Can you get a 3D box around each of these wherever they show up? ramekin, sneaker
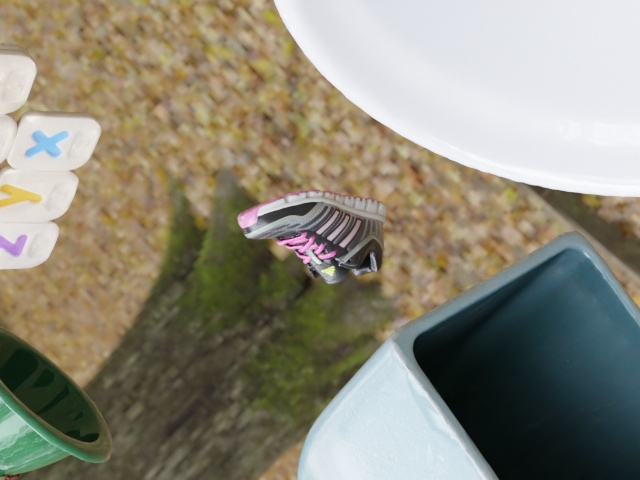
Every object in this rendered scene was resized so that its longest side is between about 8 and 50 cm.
[{"bbox_3d":[0.124,-0.148,0.635,0.277,0.135,0.277,12,152,7],"label":"ramekin"},{"bbox_3d":[0.000,0.000,1.256,0.063,0.170,0.074,-16,77,40],"label":"sneaker"}]

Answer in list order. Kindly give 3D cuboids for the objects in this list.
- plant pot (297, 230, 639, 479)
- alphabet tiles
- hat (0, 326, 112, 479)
[{"bbox_3d":[0.129,0.187,1.109,0.247,0.248,0.252,55,135,10],"label":"plant pot"},{"bbox_3d":[-0.313,-0.038,1.078,0.021,0.278,0.284,61,137,33],"label":"alphabet tiles"},{"bbox_3d":[-0.306,0.190,1.243,0.173,0.183,0.208,44,-176,12],"label":"hat"}]
